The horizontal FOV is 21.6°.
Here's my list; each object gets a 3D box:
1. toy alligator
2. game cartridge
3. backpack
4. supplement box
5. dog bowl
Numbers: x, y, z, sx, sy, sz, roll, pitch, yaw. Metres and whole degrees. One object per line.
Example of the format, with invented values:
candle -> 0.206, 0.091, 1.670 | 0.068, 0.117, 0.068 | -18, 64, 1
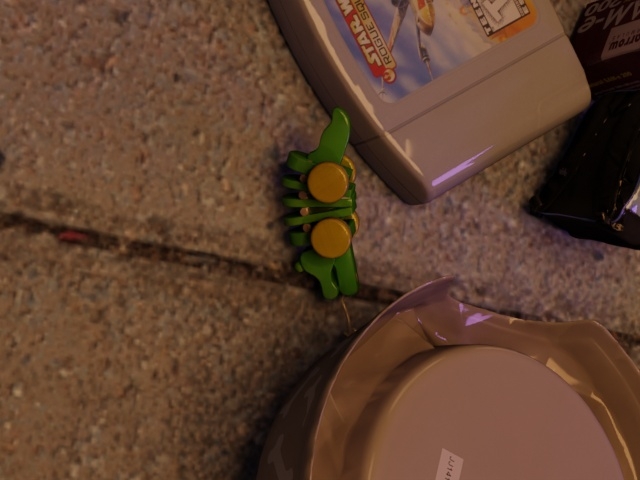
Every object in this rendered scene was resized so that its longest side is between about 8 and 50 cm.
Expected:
toy alligator -> 0.000, 0.000, 1.194 | 0.051, 0.056, 0.190 | -1, 102, 9
game cartridge -> 0.062, -0.188, 1.244 | 0.198, 0.062, 0.297 | -31, 98, -29
backpack -> 0.234, -0.052, 1.278 | 0.084, 0.105, 0.114 | 31, 79, -33
supplement box -> 0.321, -0.109, 1.314 | 0.239, 0.130, 0.073 | 30, 73, -21
dog bowl -> 0.104, 0.200, 1.150 | 0.348, 0.102, 0.349 | 13, 68, -35
